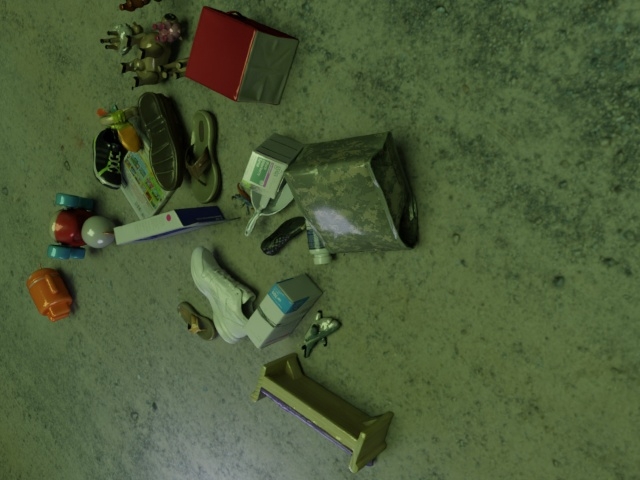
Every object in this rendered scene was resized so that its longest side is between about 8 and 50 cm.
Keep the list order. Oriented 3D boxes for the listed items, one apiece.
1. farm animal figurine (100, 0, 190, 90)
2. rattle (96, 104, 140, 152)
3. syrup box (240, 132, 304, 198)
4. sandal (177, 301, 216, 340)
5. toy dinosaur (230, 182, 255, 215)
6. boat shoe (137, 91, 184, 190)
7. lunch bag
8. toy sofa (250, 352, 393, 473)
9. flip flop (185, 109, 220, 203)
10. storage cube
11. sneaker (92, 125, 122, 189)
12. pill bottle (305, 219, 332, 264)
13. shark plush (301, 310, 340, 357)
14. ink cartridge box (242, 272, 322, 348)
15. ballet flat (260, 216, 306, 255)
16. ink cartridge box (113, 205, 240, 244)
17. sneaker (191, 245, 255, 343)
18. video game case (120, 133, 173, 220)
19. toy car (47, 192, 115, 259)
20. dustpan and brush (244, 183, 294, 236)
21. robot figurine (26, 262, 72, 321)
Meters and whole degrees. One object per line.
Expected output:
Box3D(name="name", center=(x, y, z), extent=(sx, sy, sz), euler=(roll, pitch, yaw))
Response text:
Box3D(name="farm animal figurine", center=(-0.464, -0.566, 1.794), extent=(0.327, 0.172, 0.330), euler=(-36, 84, 46))
Box3D(name="rattle", center=(-0.657, -0.372, 2.007), extent=(0.200, 0.130, 0.142), euler=(4, 137, 46))
Box3D(name="syrup box", center=(-0.117, -0.194, 1.545), extent=(0.096, 0.237, 0.093), euler=(23, 113, 1))
Box3D(name="sandal", center=(-0.402, 0.260, 1.935), extent=(0.180, 0.049, 0.072), euler=(35, 115, 26))
Box3D(name="toy dinosaur", center=(-0.214, -0.116, 1.754), extent=(0.082, 0.047, 0.090), euler=(13, 94, 14))
Box3D(name="boat shoe", center=(-0.459, -0.302, 1.861), extent=(0.111, 0.104, 0.307), euler=(-12, 89, 27))
Box3D(name="lunch bag", center=(0.088, -0.093, 1.459), extent=(0.235, 0.169, 0.287), euler=(-4, 125, 32))
Box3D(name="toy sofa", center=(-0.006, 0.469, 1.628), extent=(0.363, 0.150, 0.177), euler=(27, 110, 29))
Box3D(name="flip flop", center=(-0.359, -0.247, 1.808), extent=(0.112, 0.080, 0.276), euler=(7, 101, 34))
Box3D(name="storage cube", center=(-0.206, -0.478, 1.604), extent=(0.193, 0.184, 0.214), euler=(30, 113, 26))
Box3D(name="sneaker", center=(-0.700, -0.281, 2.018), extent=(0.097, 0.084, 0.234), euler=(-38, 62, 32))
Box3D(name="pill bottle", center=(0.000, 0.000, 1.603), extent=(0.067, 0.067, 0.120), euler=(-5, 94, 35))
Box3D(name="shark plush", center=(-0.010, 0.270, 1.662), extent=(0.067, 0.073, 0.161), euler=(27, 110, -4))
Box3D(name="ink cartridge box", center=(-0.104, 0.192, 1.659), extent=(0.082, 0.140, 0.190), euler=(48, 121, 18))
Box3D(name="ballet flat", center=(-0.096, -0.014, 1.692), extent=(0.173, 0.049, 0.057), euler=(-34, 45, 30))
Box3D(name="ink cartridge box", center=(-0.436, -0.051, 1.833), extent=(0.371, 0.176, 0.069), euler=(-9, 91, 36))
Box3D(name="sneaker", center=(-0.273, 0.144, 1.809), extent=(0.152, 0.114, 0.305), euler=(-30, 84, 20))
Box3D(name="video game case", center=(-0.578, -0.198, 2.004), extent=(0.206, 0.026, 0.227), euler=(-46, 70, 31))
Box3D(name="toy car", center=(-0.784, -0.033, 2.107), extent=(0.238, 0.210, 0.219), euler=(10, 89, 5))
Box3D(name="dustpan and brush", center=(-0.155, -0.102, 1.699), extent=(0.147, 0.060, 0.211), euler=(37, 116, 25))
Box3D(name="robot figurine", center=(-1.031, 0.198, 2.319), extent=(0.128, 0.158, 0.219), euler=(-32, 77, -1))
